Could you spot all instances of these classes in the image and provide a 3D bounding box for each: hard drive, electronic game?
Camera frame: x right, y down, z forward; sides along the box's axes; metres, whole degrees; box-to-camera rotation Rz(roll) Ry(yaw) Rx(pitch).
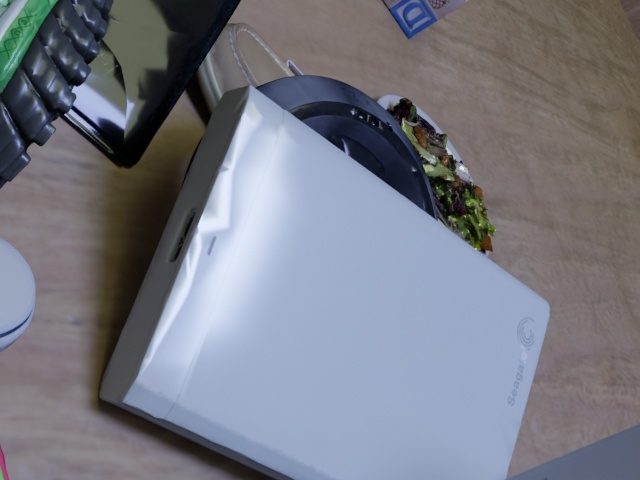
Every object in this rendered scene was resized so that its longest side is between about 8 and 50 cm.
[{"bbox_3d":[0.025,0.067,0.690,0.307,0.040,0.203,33,67,-33],"label":"hard drive"},{"bbox_3d":[0.000,0.000,0.732,0.229,0.048,0.229,4,84,-39],"label":"electronic game"}]

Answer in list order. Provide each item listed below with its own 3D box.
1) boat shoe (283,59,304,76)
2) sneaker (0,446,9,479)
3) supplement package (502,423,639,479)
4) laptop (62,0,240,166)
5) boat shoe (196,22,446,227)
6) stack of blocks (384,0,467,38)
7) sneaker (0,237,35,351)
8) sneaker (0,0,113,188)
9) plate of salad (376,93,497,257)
[{"bbox_3d":[-0.006,-0.119,0.926,0.100,0.035,0.035,45,31,-24],"label":"boat shoe"},{"bbox_3d":[-0.176,0.143,0.312,0.202,0.185,0.483,-19,86,-24],"label":"sneaker"},{"bbox_3d":[0.159,0.250,0.606,0.145,0.261,0.204,38,35,-35],"label":"supplement package"},{"bbox_3d":[-0.227,-0.316,0.778,0.382,0.236,0.408,43,4,-28],"label":"laptop"},{"bbox_3d":[0.019,-0.059,0.842,0.302,0.098,0.109,53,29,-12],"label":"boat shoe"},{"bbox_3d":[0.097,-0.410,1.223,0.297,0.171,0.087,55,29,-10],"label":"stack of blocks"},{"bbox_3d":[-0.216,-0.018,0.437,0.258,0.091,0.094,29,40,-43],"label":"sneaker"},{"bbox_3d":[-0.166,-0.190,0.571,0.146,0.134,0.344,34,55,-26],"label":"sneaker"},{"bbox_3d":[0.123,-0.067,1.071,0.200,0.048,0.200,38,36,-34],"label":"plate of salad"}]
